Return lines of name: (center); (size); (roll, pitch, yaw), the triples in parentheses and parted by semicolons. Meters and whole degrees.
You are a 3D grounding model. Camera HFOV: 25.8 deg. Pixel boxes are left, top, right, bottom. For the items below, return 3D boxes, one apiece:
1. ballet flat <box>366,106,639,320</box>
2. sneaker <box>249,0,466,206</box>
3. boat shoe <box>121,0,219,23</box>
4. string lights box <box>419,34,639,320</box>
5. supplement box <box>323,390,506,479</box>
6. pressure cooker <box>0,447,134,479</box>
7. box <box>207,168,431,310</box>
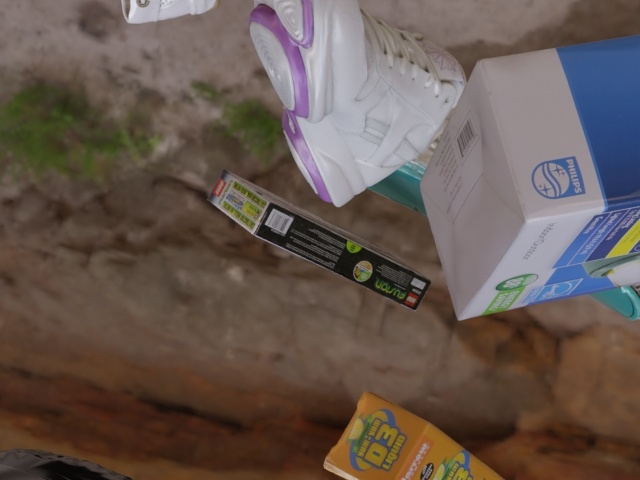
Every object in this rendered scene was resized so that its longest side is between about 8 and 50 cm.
ballet flat: (0.174, -0.061, 1.357); (0.409, 0.147, 0.147); (28, 163, 21)
sneaker: (0.034, -0.138, 1.081); (0.152, 0.114, 0.305); (-25, 159, -3)
boat shoe: (-0.155, -0.284, 1.100); (0.096, 0.098, 0.277); (-21, 132, -8)
string lights box: (0.187, -0.041, 0.630); (0.260, 0.077, 0.133); (-10, 162, -10)
supplement box: (0.099, 0.215, 1.253); (0.080, 0.078, 0.233); (24, 170, 40)
pressure cooker: (-0.206, 0.320, 0.525); (0.370, 0.420, 0.375); (48, 130, 12)
box: (0.000, 0.000, 1.369); (0.207, 0.036, 0.114); (26, -175, -32)
